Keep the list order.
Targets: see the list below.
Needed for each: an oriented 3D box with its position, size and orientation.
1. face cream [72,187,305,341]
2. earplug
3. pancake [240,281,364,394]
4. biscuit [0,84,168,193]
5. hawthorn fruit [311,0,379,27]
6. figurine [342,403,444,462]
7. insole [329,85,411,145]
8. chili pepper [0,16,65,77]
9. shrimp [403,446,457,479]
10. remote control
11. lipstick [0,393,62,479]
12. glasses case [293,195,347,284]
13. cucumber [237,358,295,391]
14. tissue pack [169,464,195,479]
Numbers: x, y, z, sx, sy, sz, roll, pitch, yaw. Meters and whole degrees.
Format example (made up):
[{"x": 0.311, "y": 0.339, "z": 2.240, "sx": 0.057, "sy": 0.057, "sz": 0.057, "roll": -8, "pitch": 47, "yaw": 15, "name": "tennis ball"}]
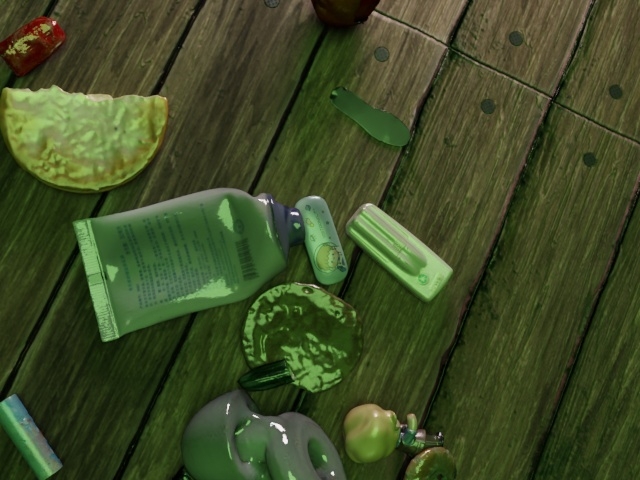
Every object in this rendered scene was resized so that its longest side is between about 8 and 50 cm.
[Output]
[{"x": -0.234, "y": 0.023, "z": 1.356, "sx": 0.420, "sy": 0.137, "sz": 0.235, "roll": -15, "pitch": 88, "yaw": -2, "name": "face cream"}, {"x": -0.089, "y": 0.394, "z": 1.298, "sx": 0.325, "sy": 0.214, "sz": 0.175, "roll": 25, "pitch": 108, "yaw": -2, "name": "earplug"}, {"x": -0.034, "y": 0.187, "z": 1.393, "sx": 0.236, "sy": 0.042, "sz": 0.222, "roll": -5, "pitch": 93, "yaw": -5, "name": "pancake"}, {"x": -0.447, "y": -0.189, "z": 1.373, "sx": 0.309, "sy": 0.040, "sz": 0.204, "roll": 2, "pitch": 83, "yaw": -8, "name": "biscuit"}, {"x": 0.062, "y": -0.496, "z": 1.440, "sx": 0.172, "sy": 0.148, "sz": 0.148, "roll": -3, "pitch": 84, "yaw": -28, "name": "hawthorn fruit"}, {"x": 0.138, "y": 0.368, "z": 1.375, "sx": 0.196, "sy": 0.114, "sz": 0.108, "roll": 7, "pitch": 73, "yaw": -17, "name": "figurine"}, {"x": 0.102, "y": -0.252, "z": 1.483, "sx": 0.188, "sy": 0.004, "sz": 0.064, "roll": 33, "pitch": 80, "yaw": -4, "name": "insole"}, {"x": -0.544, "y": -0.371, "z": 1.365, "sx": 0.123, "sy": 0.070, "sz": 0.073, "roll": -40, "pitch": 75, "yaw": -8, "name": "chili pepper"}, {"x": 0.202, "y": 0.493, "z": 1.380, "sx": 0.126, "sy": 0.047, "sz": 0.223, "roll": 0, "pitch": 107, "yaw": -32, "name": "shrimp"}, {"x": 0.155, "y": 0.022, "z": 1.440, "sx": 0.230, "sy": 0.049, "sz": 0.090, "roll": 40, "pitch": 82, "yaw": -4, "name": "remote control"}, {"x": -0.525, "y": 0.354, "z": 1.300, "sx": 0.048, "sy": 0.048, "sz": 0.158, "roll": -34, "pitch": 90, "yaw": -11, "name": "lipstick"}, {"x": 0.000, "y": 0.000, "z": 1.420, "sx": 0.067, "sy": 0.045, "sz": 0.178, "roll": -18, "pitch": 87, "yaw": -10, "name": "glasses case"}, {"x": -0.102, "y": 0.256, "z": 1.346, "sx": 0.105, "sy": 0.048, "sz": 0.048, "roll": -16, "pitch": 87, "yaw": -5, "name": "cucumber"}, {"x": -0.273, "y": 0.502, "z": 1.302, "sx": 0.170, "sy": 0.090, "sz": 0.103, "roll": -44, "pitch": 92, "yaw": -12, "name": "tissue pack"}]
